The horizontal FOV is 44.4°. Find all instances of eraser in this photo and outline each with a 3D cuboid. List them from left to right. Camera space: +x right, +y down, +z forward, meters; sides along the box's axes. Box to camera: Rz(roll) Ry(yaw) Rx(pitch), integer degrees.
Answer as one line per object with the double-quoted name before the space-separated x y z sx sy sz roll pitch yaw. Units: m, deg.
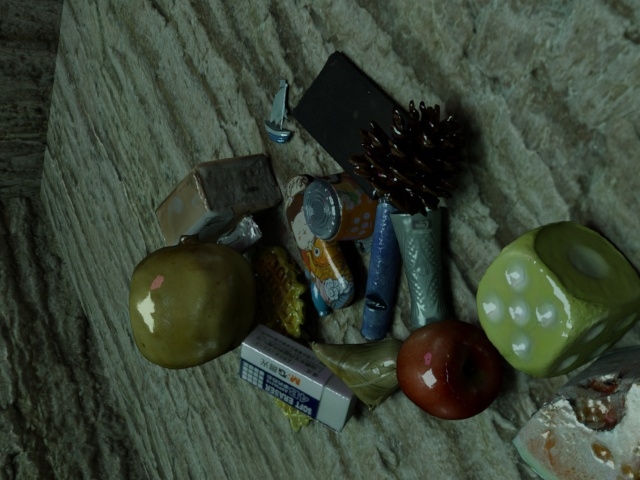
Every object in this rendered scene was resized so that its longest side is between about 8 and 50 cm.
"eraser" -0.049 0.314 1.797 0.287 0.086 0.130 27 127 17

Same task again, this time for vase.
"vase" 0.191 0.050 1.455 0.096 0.096 0.219 3 104 57

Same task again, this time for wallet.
"wallet" 0.071 -0.236 1.572 0.170 0.044 0.321 -56 49 21

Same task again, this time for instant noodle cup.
"instant noodle cup" 0.043 -0.069 1.613 0.177 0.125 0.208 -9 91 58

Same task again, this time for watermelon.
"watermelon" 0.438 0.244 1.047 0.322 0.188 0.175 -24 85 49

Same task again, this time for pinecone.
"pinecone" 0.159 -0.148 1.357 0.208 0.207 0.208 22 116 53

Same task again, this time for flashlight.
"flashlight" -0.001 0.112 1.805 0.051 0.051 0.129 -5 98 57

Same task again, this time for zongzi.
"zongzi" 0.085 0.238 1.605 0.197 0.099 0.194 39 137 0

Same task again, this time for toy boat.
"toy boat" -0.106 -0.302 1.862 0.105 0.034 0.149 -3 96 55

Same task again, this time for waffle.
"waffle" -0.116 0.148 1.930 0.262 0.060 0.280 -6 78 48
"waffle" -0.065 0.332 1.952 0.250 0.056 0.261 52 132 37

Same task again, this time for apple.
"apple" 0.221 0.226 1.369 0.168 0.181 0.181 -22 80 55

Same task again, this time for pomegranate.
"pomegranate" -0.311 0.142 1.861 0.332 0.332 0.332 22 116 53

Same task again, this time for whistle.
"whistle" 0.126 0.058 1.583 0.062 0.062 0.304 35 127 48

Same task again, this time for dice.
"dice" 0.347 0.086 1.150 0.169 0.166 0.169 58 141 32

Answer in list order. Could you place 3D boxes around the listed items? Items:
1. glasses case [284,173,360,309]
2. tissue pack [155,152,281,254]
"glasses case" 0.000 0.000 1.738 0.321 0.082 0.122 66 151 20
"tissue pack" -0.253 -0.055 1.992 0.305 0.238 0.238 -34 70 54
